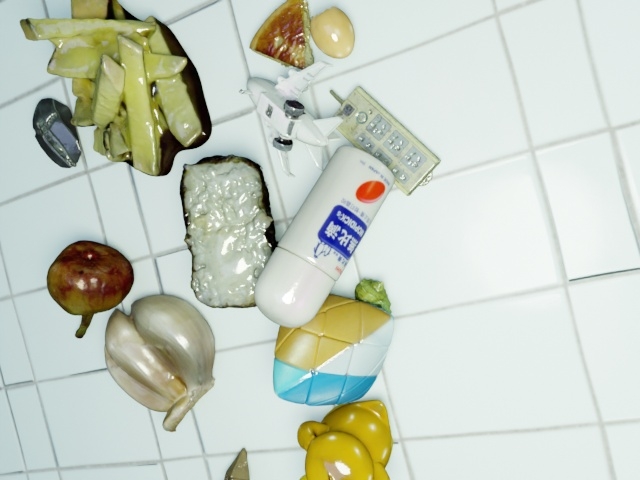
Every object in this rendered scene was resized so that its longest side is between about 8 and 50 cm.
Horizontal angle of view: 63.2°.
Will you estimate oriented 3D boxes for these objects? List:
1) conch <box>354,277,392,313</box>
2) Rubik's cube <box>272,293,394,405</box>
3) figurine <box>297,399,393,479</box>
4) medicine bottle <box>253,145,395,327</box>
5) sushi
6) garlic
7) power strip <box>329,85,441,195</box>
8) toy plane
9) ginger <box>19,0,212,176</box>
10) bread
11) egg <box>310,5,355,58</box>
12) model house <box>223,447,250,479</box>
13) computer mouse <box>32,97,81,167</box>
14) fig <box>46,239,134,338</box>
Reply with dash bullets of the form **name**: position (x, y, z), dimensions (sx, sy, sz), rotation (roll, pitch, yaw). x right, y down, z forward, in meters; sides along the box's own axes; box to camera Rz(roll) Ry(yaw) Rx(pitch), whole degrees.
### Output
- **conch**: position (0.101, 0.125, 1.022), dimensions (0.089, 0.074, 0.121), rotation (53, 134, 32)
- **Rubik's cube**: position (0.060, 0.215, 1.004), dimensions (0.254, 0.254, 0.254), rotation (2, 96, 21)
- **figurine**: position (0.051, 0.403, 0.989), dimensions (0.215, 0.228, 0.215), rotation (17, 125, 26)
- **medicine bottle**: position (0.000, 0.000, 0.953), dimensions (0.130, 0.130, 0.341), rotation (29, 81, 16)
- **sushi**: position (-0.163, -0.008, 1.063), dimensions (0.196, 0.182, 0.343), rotation (-8, 93, 17)
- **garlic**: position (-0.374, 0.260, 1.200), dimensions (0.279, 0.132, 0.325), rotation (-41, 85, 12)
- **power strip**: position (0.111, -0.203, 1.005), dimensions (0.268, 0.034, 0.092), rotation (46, 110, 11)
- **toy plane**: position (-0.070, -0.253, 1.026), dimensions (0.255, 0.101, 0.251), rotation (41, 129, 22)
- **ginger**: position (-0.462, -0.323, 1.130), dimensions (0.358, 0.211, 0.413), rotation (-42, 81, 22)
- **bread**: position (-0.081, -0.402, 1.051), dimensions (0.136, 0.054, 0.154), rotation (-6, 88, 21)
- **egg**: position (0.025, -0.394, 0.996), dimensions (0.080, 0.080, 0.096), rotation (-21, 97, 22)
- **model house**: position (-0.181, 0.598, 1.165), dimensions (0.176, 0.181, 0.248), rotation (18, 73, -20)
- **computer mouse**: position (-0.660, -0.270, 1.290), dimensions (0.106, 0.062, 0.192), rotation (-30, 83, 22)
- **fig**: position (-0.576, 0.117, 1.249), dimensions (0.290, 0.191, 0.190), rotation (-34, 83, 38)
